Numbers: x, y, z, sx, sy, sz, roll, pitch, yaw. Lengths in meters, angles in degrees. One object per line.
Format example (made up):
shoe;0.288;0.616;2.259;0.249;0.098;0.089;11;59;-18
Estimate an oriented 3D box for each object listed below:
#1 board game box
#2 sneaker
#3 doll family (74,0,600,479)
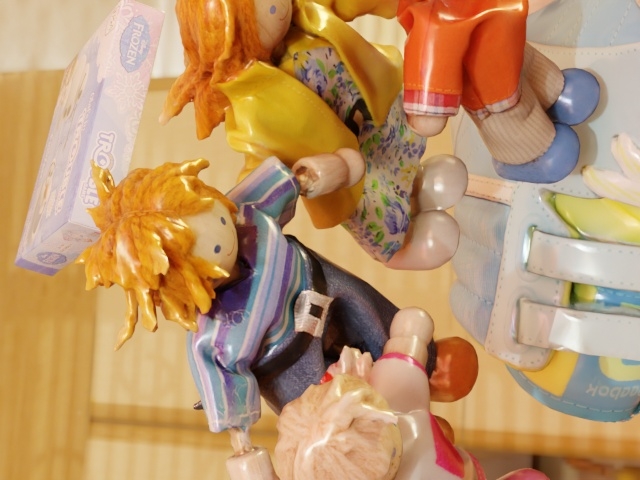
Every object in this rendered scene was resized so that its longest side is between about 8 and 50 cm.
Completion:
board game box;-0.092;-0.038;0.533;0.020;0.090;0.090;18;-109;-22
sneaker;0.150;-0.034;0.530;0.319;0.127;0.208;157;117;-69
doll family;0.000;0.000;0.430;0.163;0.118;0.263;42;-131;-48
